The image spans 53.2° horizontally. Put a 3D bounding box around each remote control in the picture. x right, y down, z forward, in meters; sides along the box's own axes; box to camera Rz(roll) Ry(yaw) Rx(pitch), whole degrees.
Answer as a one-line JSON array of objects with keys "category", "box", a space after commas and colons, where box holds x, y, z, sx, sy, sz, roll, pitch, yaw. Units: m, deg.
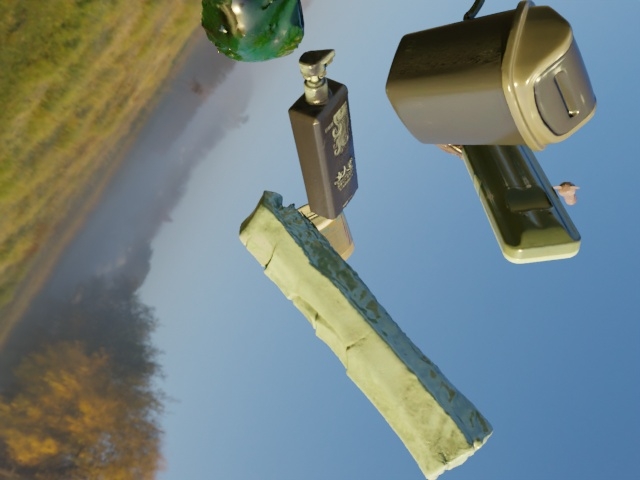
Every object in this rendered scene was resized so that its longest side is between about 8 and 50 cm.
[{"category": "remote control", "box": [0.354, -0.093, 1.156, 0.335, 0.128, 0.066, -97, -178, -48]}]

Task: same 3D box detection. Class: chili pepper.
[{"category": "chili pepper", "box": [-0.106, -0.343, 0.840, 0.264, 0.148, 0.116, 84, 17, -48]}]

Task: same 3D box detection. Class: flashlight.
[{"category": "flashlight", "box": [0.513, -0.099, 1.320, 0.052, 0.110, 0.031, 3, -101, 29]}]

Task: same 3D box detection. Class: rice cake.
[{"category": "rice cake", "box": [0.031, 0.081, 0.642, 0.063, 0.336, 0.066, -6, 139, -53]}]

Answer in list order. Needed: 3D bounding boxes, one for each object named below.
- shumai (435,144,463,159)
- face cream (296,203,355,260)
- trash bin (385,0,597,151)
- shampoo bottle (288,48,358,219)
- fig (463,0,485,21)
[{"category": "shumai", "box": [0.287, -0.229, 1.367, 0.105, 0.139, 0.123, -32, 170, 8]}, {"category": "face cream", "box": [0.000, 0.000, 1.408, 0.139, 0.067, 0.285, -24, 159, 1]}, {"category": "trash bin", "box": [0.269, -0.250, 1.015, 0.290, 0.209, 0.182, 3, -114, 37]}, {"category": "shampoo bottle", "box": [0.005, -0.168, 1.026, 0.098, 0.071, 0.309, -49, 150, -25]}, {"category": "fig", "box": [0.274, -0.478, 1.138, 0.149, 0.149, 0.245, -42, -144, 44]}]
